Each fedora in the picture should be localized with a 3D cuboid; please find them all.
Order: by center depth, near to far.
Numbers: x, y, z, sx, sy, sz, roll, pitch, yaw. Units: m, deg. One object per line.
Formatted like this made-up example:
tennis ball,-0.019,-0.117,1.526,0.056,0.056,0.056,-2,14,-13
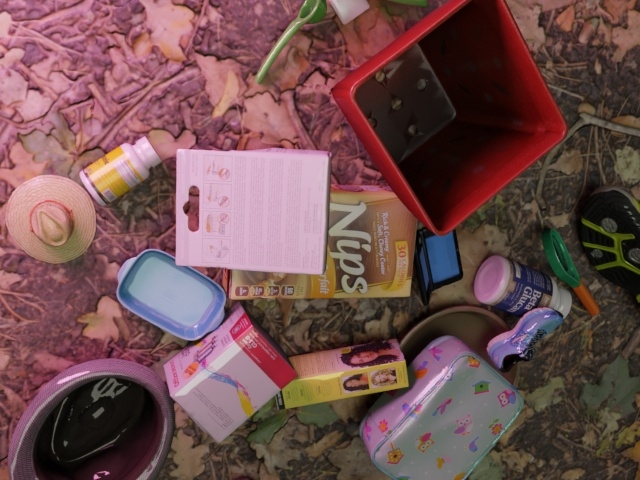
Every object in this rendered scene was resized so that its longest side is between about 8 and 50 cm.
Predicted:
fedora,-0.371,0.310,1.278,0.243,0.124,0.275,31,87,-24

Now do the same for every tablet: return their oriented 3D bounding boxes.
tablet,0.038,-0.397,1.259,0.054,0.006,0.083,-36,113,-4

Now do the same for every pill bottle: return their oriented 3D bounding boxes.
pill bottle,-0.306,-0.109,1.209,0.116,0.065,0.065,-34,112,-6
pill bottle,0.379,0.096,1.454,0.169,0.094,0.094,20,99,-21

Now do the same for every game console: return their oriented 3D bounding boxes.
game console,0.211,0.040,1.404,0.071,0.107,0.122,-8,110,16

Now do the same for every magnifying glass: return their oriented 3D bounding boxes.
magnifying glass,0.478,0.065,1.490,0.026,0.092,0.231,-21,127,27

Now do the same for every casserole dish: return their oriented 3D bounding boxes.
casserole dish,-0.246,0.087,1.294,0.188,0.037,0.114,33,94,-19

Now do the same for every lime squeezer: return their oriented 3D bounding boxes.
lime squeezer,0.016,-0.362,1.241,0.310,0.059,0.110,-27,142,-5

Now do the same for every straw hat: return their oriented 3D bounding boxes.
straw hat,-0.413,-0.025,1.204,0.144,0.061,0.145,-4,107,-15

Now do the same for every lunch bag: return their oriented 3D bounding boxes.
lunch bag,0.219,0.330,1.426,0.224,0.108,0.279,39,94,-27

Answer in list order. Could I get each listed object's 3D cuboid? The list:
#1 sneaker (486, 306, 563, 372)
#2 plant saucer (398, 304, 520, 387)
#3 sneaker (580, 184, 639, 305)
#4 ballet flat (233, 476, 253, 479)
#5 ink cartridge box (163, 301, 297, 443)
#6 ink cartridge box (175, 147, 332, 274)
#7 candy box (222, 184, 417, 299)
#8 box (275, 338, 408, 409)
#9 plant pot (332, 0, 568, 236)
sneaker,0.380,0.186,1.422,0.063,0.073,0.162,29,121,-28
plant saucer,0.249,0.250,1.491,0.277,0.041,0.278,-5,107,-16
sneaker,0.639,0.028,1.511,0.385,0.145,0.147,47,58,-20
ballet flat,-0.136,0.559,1.456,0.084,0.058,0.250,-4,107,-15
ink cartridge box,-0.154,0.219,1.314,0.176,0.128,0.127,-41,112,-3
ink cartridge box,-0.102,-0.049,1.215,0.232,0.066,0.189,4,102,5
candy box,0.000,0.000,1.318,0.316,0.087,0.183,0,104,-16
box,0.032,0.234,1.377,0.232,0.087,0.058,-11,111,-3
plant pot,0.168,-0.208,1.222,0.267,0.236,0.267,-38,113,-8
